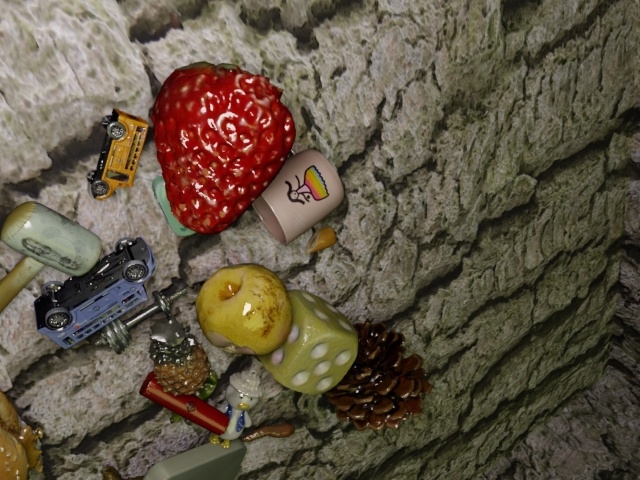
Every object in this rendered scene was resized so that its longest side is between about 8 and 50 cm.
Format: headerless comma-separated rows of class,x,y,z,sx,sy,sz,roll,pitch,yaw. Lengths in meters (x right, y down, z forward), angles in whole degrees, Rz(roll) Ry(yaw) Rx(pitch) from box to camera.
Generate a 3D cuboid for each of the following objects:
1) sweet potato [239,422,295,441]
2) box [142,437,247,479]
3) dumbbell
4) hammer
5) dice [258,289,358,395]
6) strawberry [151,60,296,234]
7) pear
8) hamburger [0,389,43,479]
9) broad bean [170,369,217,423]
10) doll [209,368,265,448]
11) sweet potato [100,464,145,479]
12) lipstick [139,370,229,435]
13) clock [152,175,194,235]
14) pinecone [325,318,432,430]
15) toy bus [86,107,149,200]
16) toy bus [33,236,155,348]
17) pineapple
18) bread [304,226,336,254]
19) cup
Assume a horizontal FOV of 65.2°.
sweet potato,-0.183,0.678,1.762,0.214,0.050,0.050,3,114,-28
box,-0.436,0.818,1.606,0.373,0.090,0.367,3,116,-54
dumbbell,-0.459,0.193,1.286,0.254,0.110,0.110,-33,129,-20
hammer,-0.647,0.069,1.099,0.305,0.113,0.202,-46,127,5
dice,-0.046,0.301,1.508,0.233,0.238,0.227,27,100,-40
strawberry,-0.231,-0.187,1.051,0.345,0.317,0.295,-67,158,1
pear,-0.198,0.194,1.347,0.271,0.271,0.271,-15,123,-24
hamburger,-0.823,0.570,1.170,0.446,0.268,0.287,-53,134,3
broad bean,-0.386,0.480,1.521,0.214,0.048,0.070,-50,130,1
doll,-0.265,0.528,1.579,0.138,0.119,0.293,23,103,-15
sweet potato,-0.588,0.753,1.544,0.233,0.062,0.081,38,74,-37
lipstick,-0.391,0.476,1.453,0.279,0.073,0.073,39,92,-22
clock,-0.292,-0.114,1.234,0.210,0.066,0.159,-26,127,-18
pinecone,0.169,0.416,1.663,0.384,0.384,0.385,-15,123,-24
toy bus,-0.442,-0.181,1.092,0.088,0.083,0.195,11,108,-37
toy bus,-0.516,0.122,1.189,0.292,0.125,0.133,-33,134,-10
pineapple,-0.379,0.292,1.324,0.157,0.158,0.279,-21,141,-21
bread,-0.001,0.000,1.490,0.103,0.049,0.062,-20,124,-24
cup,-0.078,-0.147,1.292,0.200,0.191,0.253,-35,96,-15
